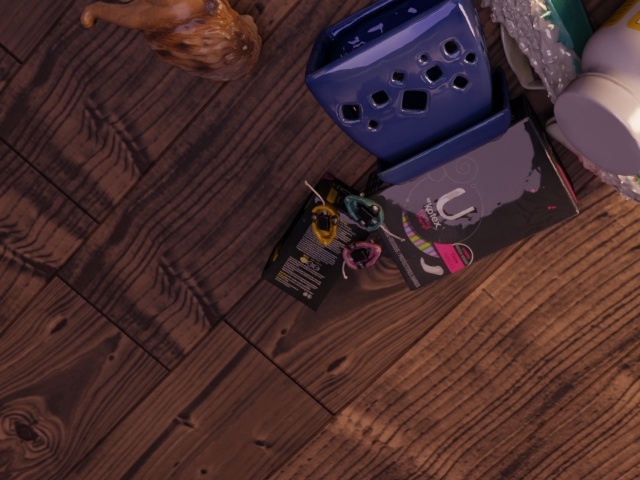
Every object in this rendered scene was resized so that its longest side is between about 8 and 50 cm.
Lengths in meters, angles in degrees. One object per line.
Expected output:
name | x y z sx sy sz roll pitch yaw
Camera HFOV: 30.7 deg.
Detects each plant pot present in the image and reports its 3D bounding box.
plant pot | 0.134 -0.223 1.616 0.236 0.236 0.212 -26 111 16

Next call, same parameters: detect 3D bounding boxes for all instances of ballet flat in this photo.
ballet flat | 0.358 -0.222 1.654 0.147 0.147 0.409 -27 102 16

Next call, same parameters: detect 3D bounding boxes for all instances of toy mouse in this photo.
toy mouse | 0.058 -0.015 1.660 0.143 0.031 0.161 4 119 26

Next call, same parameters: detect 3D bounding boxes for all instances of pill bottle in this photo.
pill bottle | 0.461 -0.245 1.506 0.334 0.188 0.188 -45 101 -14

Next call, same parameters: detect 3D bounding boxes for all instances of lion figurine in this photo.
lion figurine | -0.208 -0.393 1.589 0.240 0.142 0.392 10 135 15

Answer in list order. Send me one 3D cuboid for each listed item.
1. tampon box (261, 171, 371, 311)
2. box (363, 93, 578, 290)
tampon box | 0.000 0.000 1.772 0.101 0.120 0.161 32 111 -5
box | 0.217 -0.070 1.704 0.270 0.143 0.165 -27 104 16
